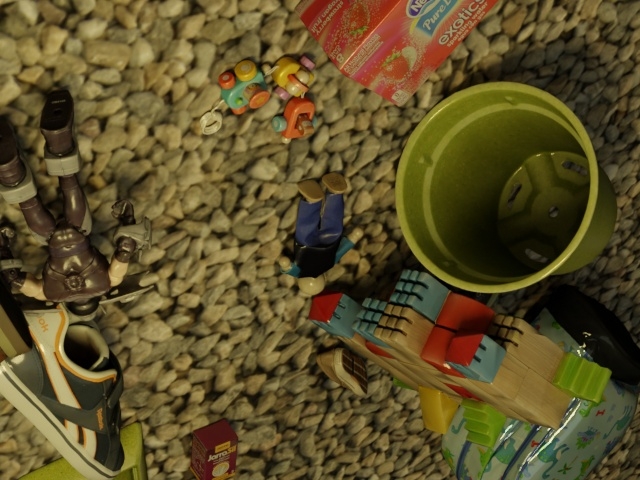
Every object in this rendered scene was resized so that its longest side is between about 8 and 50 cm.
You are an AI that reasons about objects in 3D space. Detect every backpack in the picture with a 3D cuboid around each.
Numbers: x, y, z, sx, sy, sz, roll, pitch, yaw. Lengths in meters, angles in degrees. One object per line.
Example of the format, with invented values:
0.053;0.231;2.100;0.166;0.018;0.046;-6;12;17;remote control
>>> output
0.357;0.278;2.566;0.355;0.273;0.290;-36;152;12;backpack

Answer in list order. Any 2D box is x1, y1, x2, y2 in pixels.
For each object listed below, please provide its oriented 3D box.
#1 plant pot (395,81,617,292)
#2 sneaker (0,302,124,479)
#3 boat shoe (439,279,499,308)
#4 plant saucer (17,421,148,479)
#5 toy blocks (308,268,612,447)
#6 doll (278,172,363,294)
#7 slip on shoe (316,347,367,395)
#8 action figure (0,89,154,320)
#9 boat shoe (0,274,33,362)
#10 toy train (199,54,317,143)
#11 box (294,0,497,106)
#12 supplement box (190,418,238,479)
0.278;-0.056;2.146;0.276;0.276;0.254;-52;154;13;plant pot
-0.292;0.185;1.947;0.127;0.126;0.321;-34;142;-2;sneaker
0.204;0.084;2.340;0.073;0.080;0.223;-19;142;-36;boat shoe
-0.311;0.356;2.171;0.188;0.045;0.188;-25;140;-22;plant saucer
0.161;0.134;2.153;0.261;0.381;0.190;36;74;-35;toy blocks
0.000;0.000;2.096;0.129;0.046;0.189;-18;137;-28;doll
0.034;0.192;2.329;0.041;0.051;0.135;-7;158;19;slip on shoe
-0.283;-0.016;1.758;0.185;0.099;0.285;-17;130;-9;action figure
-0.411;0.023;1.657;0.104;0.110;0.307;-24;121;0;boat shoe
-0.056;-0.157;1.887;0.166;0.046;0.125;-6;130;-40;toy train
0.111;-0.297;1.804;0.257;0.128;0.123;-47;139;17;box
-0.151;0.302;2.264;0.055;0.043;0.083;-19;137;-26;supplement box
